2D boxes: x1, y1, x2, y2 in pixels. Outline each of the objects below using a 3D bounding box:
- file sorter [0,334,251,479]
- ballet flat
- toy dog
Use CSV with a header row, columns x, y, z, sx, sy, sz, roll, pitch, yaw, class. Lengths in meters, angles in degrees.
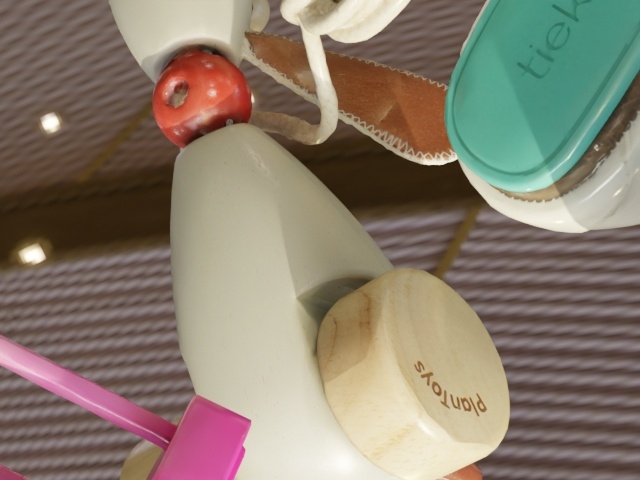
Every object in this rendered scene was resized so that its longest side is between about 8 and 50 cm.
x,y,z,sx,sy,sz,roll,pitch,yaw,class
-0.176,0.158,0.468,0.182,0.291,0.202,28,-130,-3,file sorter
0.190,-0.173,0.589,0.400,0.139,0.139,-59,-143,19,ballet flat
0.000,0.000,0.713,0.220,0.161,0.334,-9,-109,37,toy dog
